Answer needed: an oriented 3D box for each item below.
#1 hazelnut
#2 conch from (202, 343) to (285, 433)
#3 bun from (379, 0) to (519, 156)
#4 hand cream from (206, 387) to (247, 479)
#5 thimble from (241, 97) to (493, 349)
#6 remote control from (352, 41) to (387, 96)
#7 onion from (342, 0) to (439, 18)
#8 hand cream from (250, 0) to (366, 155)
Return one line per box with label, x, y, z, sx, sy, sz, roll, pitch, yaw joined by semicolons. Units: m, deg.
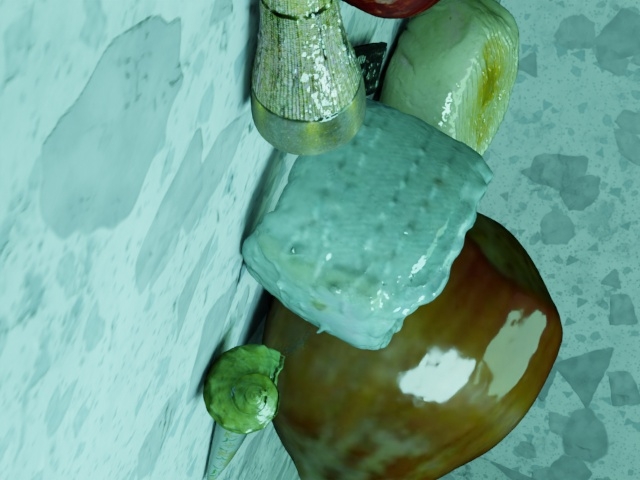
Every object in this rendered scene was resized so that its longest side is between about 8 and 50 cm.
hazelnut;0.093;0.111;1.317;0.366;0.365;0.366;22;90;-83
conch;-0.071;0.137;1.105;0.089;0.074;0.121;-44;-170;-12
bun;0.157;-0.198;1.505;0.244;0.153;0.244;-41;145;-38
hand cream;-0.095;0.207;1.272;0.194;0.042;0.067;109;5;-53
thimble;0.047;-0.013;1.070;0.250;0.171;0.205;-50;168;-56
remote control;0.033;-0.169;1.166;0.245;0.025;0.063;-40;150;-73
onion;0.049;-0.215;0.788;0.131;0.131;0.131;22;90;-83
hand cream;-0.014;-0.140;0.760;0.203;0.084;0.084;82;30;-61
